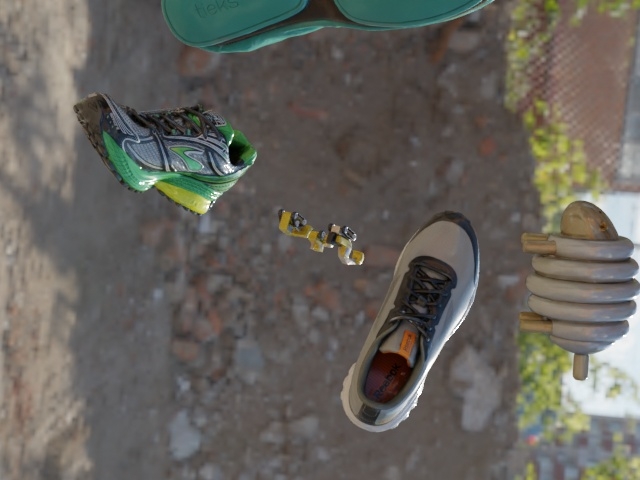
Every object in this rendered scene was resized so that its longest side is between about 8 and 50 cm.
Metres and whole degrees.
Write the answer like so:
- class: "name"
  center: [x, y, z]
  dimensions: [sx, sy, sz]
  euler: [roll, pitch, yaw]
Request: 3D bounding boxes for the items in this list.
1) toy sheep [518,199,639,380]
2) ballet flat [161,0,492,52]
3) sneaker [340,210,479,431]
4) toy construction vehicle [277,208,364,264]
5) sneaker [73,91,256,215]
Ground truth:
- class: "toy sheep"
  center: [0.189, 0.036, 0.933]
  dimensions: [0.091, 0.091, 0.132]
  euler: [-51, 143, -76]
- class: "ballet flat"
  center: [0.014, -0.170, 0.776]
  dimensions: [0.087, 0.247, 0.083]
  euler: [-45, 122, -45]
- class: "sneaker"
  center: [0.111, 0.091, 1.461]
  dimensions: [0.108, 0.100, 0.271]
  euler: [92, 22, -79]
- class: "toy construction vehicle"
  center: [0.000, 0.000, 1.550]
  dimensions: [0.098, 0.086, 0.035]
  euler: [40, 64, -59]
- class: "sneaker"
  center: [-0.217, -0.149, 1.812]
  dimensions: [0.134, 0.146, 0.343]
  euler: [56, 16, 23]
